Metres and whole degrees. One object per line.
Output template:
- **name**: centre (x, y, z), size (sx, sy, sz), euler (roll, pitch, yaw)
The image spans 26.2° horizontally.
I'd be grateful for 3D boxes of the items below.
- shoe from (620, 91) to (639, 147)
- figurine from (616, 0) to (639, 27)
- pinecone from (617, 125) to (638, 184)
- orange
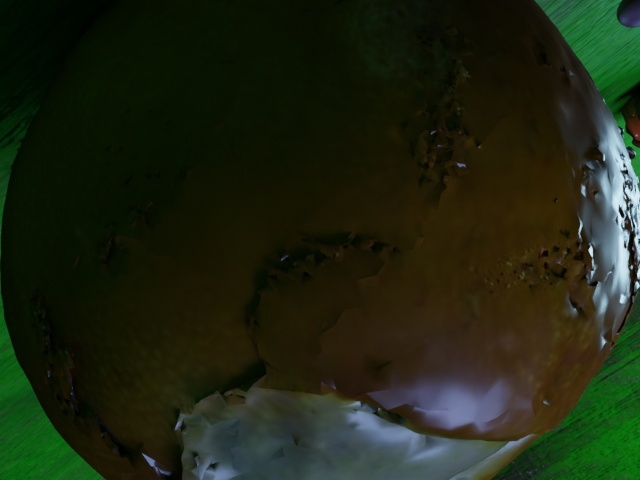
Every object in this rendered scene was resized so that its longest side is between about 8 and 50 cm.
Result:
- **shoe**: centre (0.328, -0.114, 1.305), size (0.077, 0.074, 0.194), euler (-23, 168, 13)
- **figurine**: centre (0.266, -0.188, 0.700), size (0.205, 0.103, 0.260), euler (-4, 157, -12)
- **pinecone**: centre (0.231, -0.053, 1.180), size (0.102, 0.109, 0.102), euler (-30, 156, -15)
- **orange**: centre (0.000, 0.000, 0.514), size (0.240, 0.240, 0.240), euler (-31, 168, -7)
